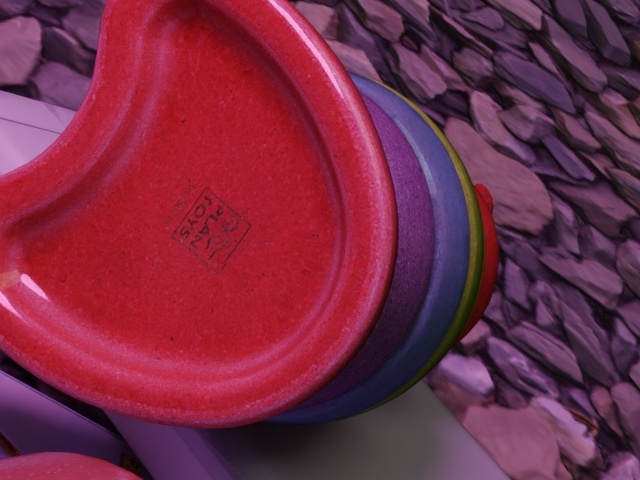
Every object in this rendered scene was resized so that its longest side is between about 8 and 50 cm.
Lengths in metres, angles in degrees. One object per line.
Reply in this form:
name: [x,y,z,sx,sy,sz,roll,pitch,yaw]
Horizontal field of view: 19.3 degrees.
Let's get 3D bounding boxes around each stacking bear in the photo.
stacking bear: [0.000,0.000,0.835,0.164,0.175,0.289,39,10,17]

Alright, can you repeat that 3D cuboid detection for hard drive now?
hard drive: [-0.038,0.056,0.938,0.233,0.047,0.353,14,28,-51]

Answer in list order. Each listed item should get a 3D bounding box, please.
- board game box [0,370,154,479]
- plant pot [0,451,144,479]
board game box: [-0.139,0.176,0.714,0.318,0.066,0.319,32,29,-15]
plant pot: [-0.149,0.176,0.440,0.265,0.272,0.272,-11,56,-40]
